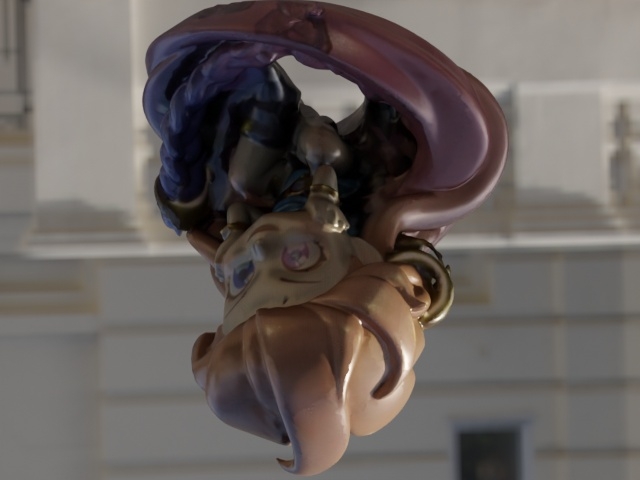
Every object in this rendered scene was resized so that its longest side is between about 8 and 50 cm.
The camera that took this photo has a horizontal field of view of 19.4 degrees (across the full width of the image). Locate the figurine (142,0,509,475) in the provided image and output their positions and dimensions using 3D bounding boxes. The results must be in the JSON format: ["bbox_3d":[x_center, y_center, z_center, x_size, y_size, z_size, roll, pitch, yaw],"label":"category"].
[{"bbox_3d":[0.004,0.000,0.623,0.126,0.157,0.114,-20,158,19],"label":"figurine"}]
